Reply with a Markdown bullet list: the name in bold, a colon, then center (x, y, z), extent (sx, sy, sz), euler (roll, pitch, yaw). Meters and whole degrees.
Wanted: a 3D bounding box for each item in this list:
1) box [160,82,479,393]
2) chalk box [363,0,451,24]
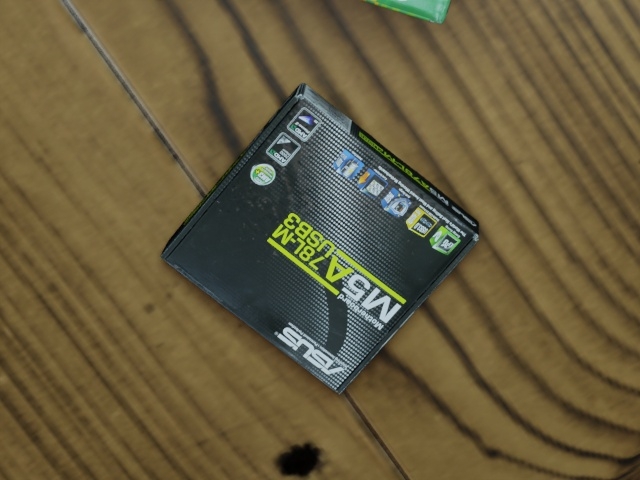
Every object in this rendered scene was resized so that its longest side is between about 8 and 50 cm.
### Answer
- **box**: center (0.000, 0.000, 1.602), extent (0.190, 0.045, 0.184), euler (39, 107, -9)
- **chalk box**: center (0.041, -0.277, 1.418), extent (0.289, 0.180, 0.179), euler (18, 112, -1)
